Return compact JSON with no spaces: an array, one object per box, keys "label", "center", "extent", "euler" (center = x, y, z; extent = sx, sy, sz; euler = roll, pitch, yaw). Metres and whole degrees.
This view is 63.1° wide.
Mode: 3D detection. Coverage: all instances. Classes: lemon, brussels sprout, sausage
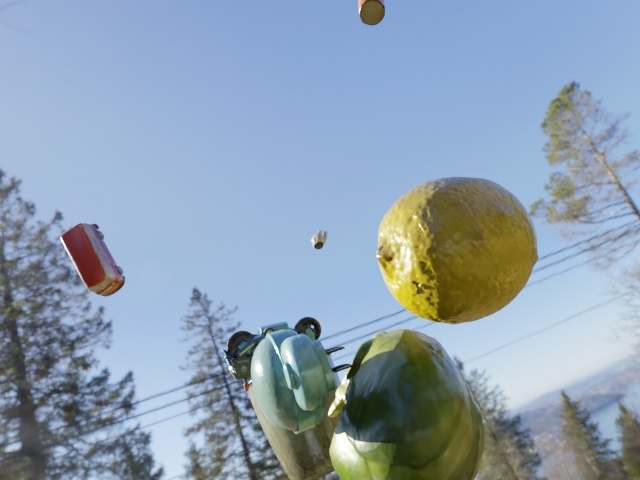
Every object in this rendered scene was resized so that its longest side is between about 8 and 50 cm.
[{"label":"lemon","center":[0.284,0.019,1.099],"extent":[0.336,0.336,0.336],"euler":[-19,-23,-9]},{"label":"brussels sprout","center":[0.185,0.378,1.087],"extent":[0.276,0.371,0.315],"euler":[25,-20,-23]},{"label":"sausage","center":[0.058,-0.295,0.609],"extent":[0.031,0.107,0.031],"euler":[1,-35,1]}]

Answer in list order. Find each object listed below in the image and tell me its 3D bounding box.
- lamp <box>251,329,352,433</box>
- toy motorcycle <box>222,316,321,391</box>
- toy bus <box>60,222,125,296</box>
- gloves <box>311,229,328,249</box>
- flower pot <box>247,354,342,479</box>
[{"label":"lamp","center":[-0.056,0.279,1.051],"extent":[0.147,0.209,0.284],"euler":[-11,-18,-36]},{"label":"toy motorcycle","center":[-0.122,0.313,1.409],"extent":[0.272,0.182,0.123],"euler":[-9,5,-14]},{"label":"toy bus","center":[-0.520,0.043,1.189],"extent":[0.079,0.174,0.077],"euler":[-33,-13,0]},{"label":"gloves","center":[-0.001,-0.002,1.325],"extent":[0.044,0.037,0.081],"euler":[-19,17,9]},{"label":"flower pot","center":[-0.044,0.546,1.592],"extent":[0.294,0.330,0.293],"euler":[-19,-26,-10]}]
